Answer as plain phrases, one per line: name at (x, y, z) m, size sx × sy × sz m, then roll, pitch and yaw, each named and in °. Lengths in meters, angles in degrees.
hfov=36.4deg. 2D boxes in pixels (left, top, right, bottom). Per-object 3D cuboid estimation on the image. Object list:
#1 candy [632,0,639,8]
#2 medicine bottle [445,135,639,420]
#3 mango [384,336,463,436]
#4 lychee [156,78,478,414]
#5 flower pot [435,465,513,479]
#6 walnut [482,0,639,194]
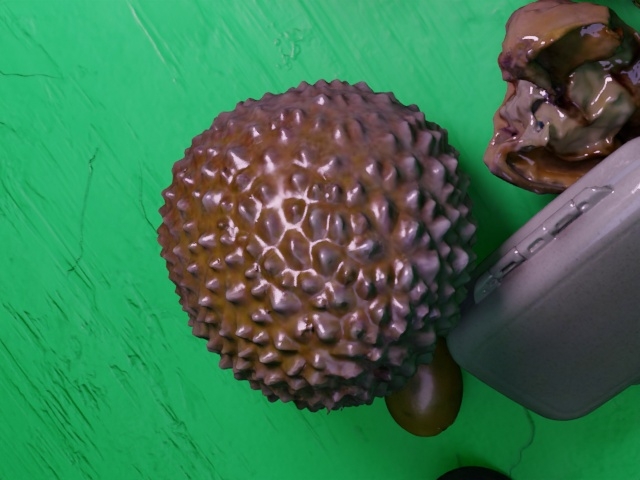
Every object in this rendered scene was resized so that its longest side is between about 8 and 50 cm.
candy at (0.425, -0.327, 1.072) m, size 0.194 × 0.058 × 0.062 m, roll -42°, pitch 63°, yaw 17°
medicine bottle at (0.341, 0.054, 1.160) m, size 0.282 × 0.123 × 0.375 m, roll 33°, pitch 119°, yaw -24°
mango at (0.141, 0.188, 1.330) m, size 0.111 × 0.089 × 0.163 m, roll 8°, pitch 104°, yaw 15°
lychee at (0.000, 0.000, 1.142) m, size 0.380 × 0.432 × 0.380 m, roll -6°, pitch 127°, yaw -9°
flower pot at (0.199, 0.451, 1.361) m, size 0.235 × 0.235 × 0.148 m, roll 42°, pitch 135°, yaw -1°
walnut at (0.290, -0.173, 1.114) m, size 0.204 × 0.141 × 0.238 m, roll -1°, pitch 134°, yaw -3°
